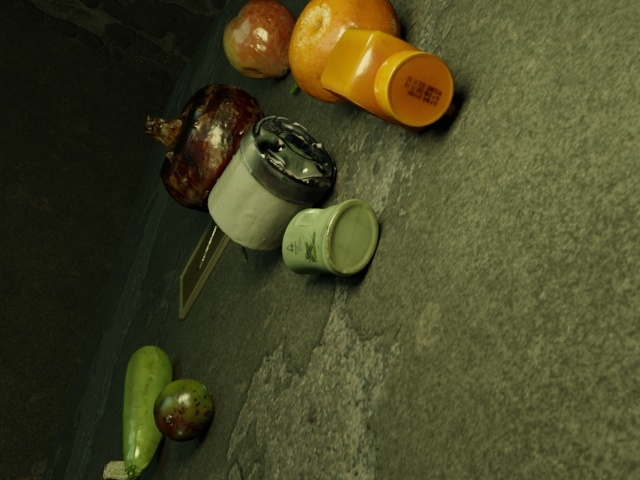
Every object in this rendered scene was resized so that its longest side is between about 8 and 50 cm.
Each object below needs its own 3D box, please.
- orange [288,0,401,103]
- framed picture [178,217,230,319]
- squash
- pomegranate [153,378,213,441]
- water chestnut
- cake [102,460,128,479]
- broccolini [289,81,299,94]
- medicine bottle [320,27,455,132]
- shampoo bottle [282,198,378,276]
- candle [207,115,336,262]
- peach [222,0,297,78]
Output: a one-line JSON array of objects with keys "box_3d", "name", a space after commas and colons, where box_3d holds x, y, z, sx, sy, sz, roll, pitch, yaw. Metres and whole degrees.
[{"box_3d": [0.048, -0.352, 1.263, 0.224, 0.170, 0.224, -22, 60, 45], "name": "orange"}, {"box_3d": [-0.319, 0.046, 1.895, 0.290, 0.020, 0.211, -59, 24, 20], "name": "framed picture"}, {"box_3d": [-0.406, 0.398, 1.630, 0.118, 0.118, 0.371, -54, 29, 29], "name": "squash"}, {"box_3d": [-0.266, 0.338, 1.382, 0.130, 0.130, 0.130, -48, 28, 37], "name": "pomegranate"}, {"box_3d": [-0.292, -0.243, 1.745, 0.350, 0.302, 0.350, -53, 21, 31], "name": "water chestnut"}, {"box_3d": [-0.474, 0.572, 1.720, 0.121, 0.065, 0.052, -14, 52, 35], "name": "cake"}, {"box_3d": [-0.016, -0.431, 1.663, 0.091, 0.068, 0.203, -72, 4, -48], "name": "broccolini"}, {"box_3d": [0.106, -0.238, 1.043, 0.112, 0.149, 0.222, -63, 23, 10], "name": "medicine bottle"}, {"box_3d": [0.000, 0.000, 1.131, 0.234, 0.087, 0.118, -5, 67, 65], "name": "shampoo bottle"}, {"box_3d": [-0.116, -0.075, 1.348, 0.330, 0.187, 0.187, -51, 27, 36], "name": "candle"}, {"box_3d": [-0.151, -0.534, 1.896, 0.232, 0.232, 0.233, -48, 28, 37], "name": "peach"}]
